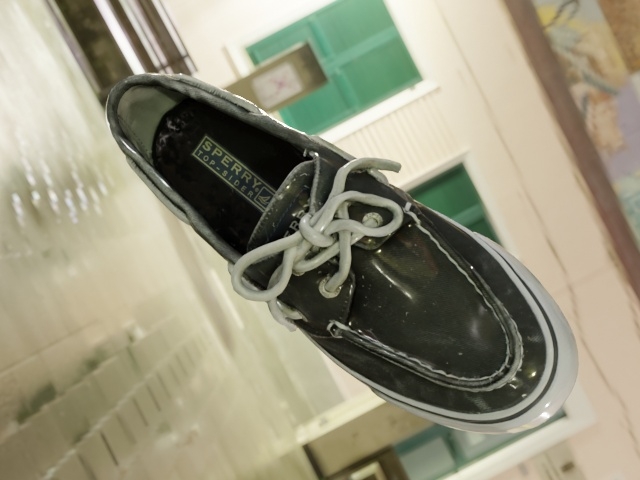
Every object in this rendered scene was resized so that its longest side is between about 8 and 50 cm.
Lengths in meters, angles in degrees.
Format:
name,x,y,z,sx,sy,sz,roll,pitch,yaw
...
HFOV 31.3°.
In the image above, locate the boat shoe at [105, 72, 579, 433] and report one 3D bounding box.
name,x,y,z,sx,sy,sz,roll,pitch,yaw
boat shoe,0.002,-0.004,0.632,0.306,0.113,0.105,42,7,23
